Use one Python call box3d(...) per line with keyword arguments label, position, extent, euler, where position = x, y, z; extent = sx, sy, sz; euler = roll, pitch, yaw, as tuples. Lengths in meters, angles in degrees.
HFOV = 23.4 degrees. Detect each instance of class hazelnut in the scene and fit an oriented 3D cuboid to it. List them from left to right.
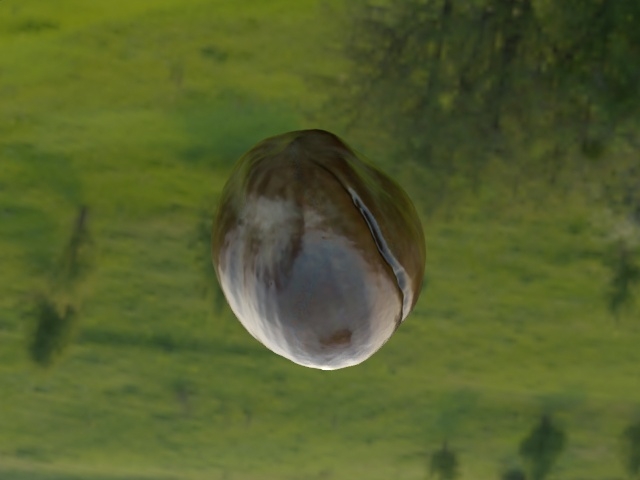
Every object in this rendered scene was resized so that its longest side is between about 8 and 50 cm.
box3d(label="hazelnut", position=(0.000, 0.000, 0.546), extent=(0.086, 0.086, 0.086), euler=(8, 163, 3))
